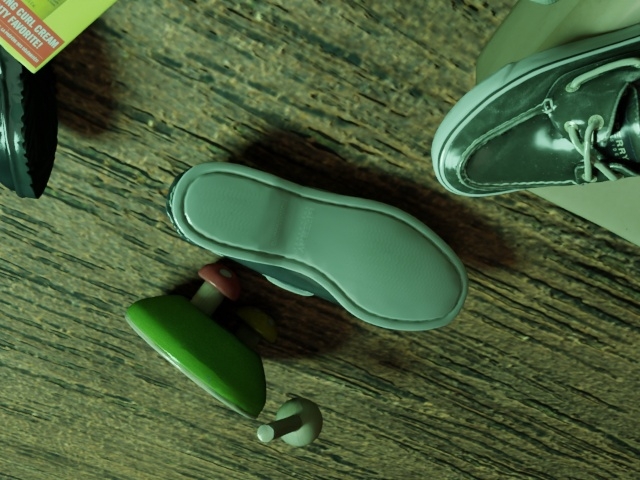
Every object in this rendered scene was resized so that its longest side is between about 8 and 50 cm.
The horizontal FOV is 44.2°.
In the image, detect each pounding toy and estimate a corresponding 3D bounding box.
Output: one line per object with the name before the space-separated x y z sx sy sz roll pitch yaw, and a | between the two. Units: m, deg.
pounding toy | -0.088 0.110 0.851 0.237 0.110 0.183 35 172 20

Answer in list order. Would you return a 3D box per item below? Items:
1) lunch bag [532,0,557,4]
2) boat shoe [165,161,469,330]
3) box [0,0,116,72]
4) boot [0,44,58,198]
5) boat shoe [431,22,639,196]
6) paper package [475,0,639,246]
lunch bag | 0.036 -0.273 0.390 0.169 0.287 0.235 -44 126 0
boat shoe | 0.000 0.000 0.761 0.303 0.091 0.114 26 87 -16
box | -0.143 -0.224 0.537 0.232 0.058 0.087 -36 122 13
boot | -0.336 -0.151 0.648 0.207 0.094 0.246 3 127 -1
boat shoe | 0.162 -0.072 0.442 0.219 0.070 0.077 -23 122 25
paper package | 0.310 -0.138 0.524 0.310 0.168 0.325 24 129 -16
